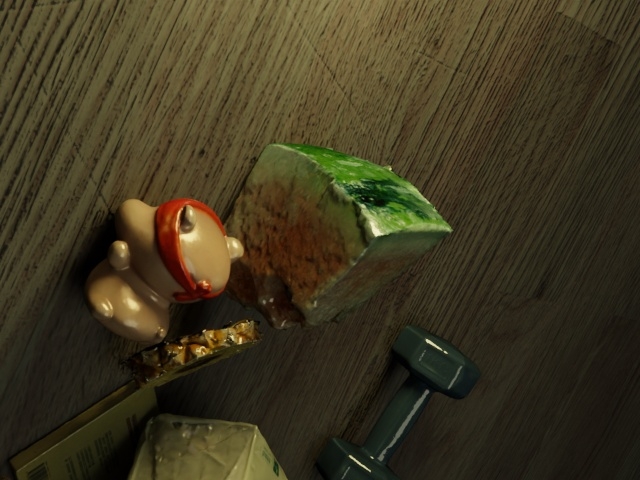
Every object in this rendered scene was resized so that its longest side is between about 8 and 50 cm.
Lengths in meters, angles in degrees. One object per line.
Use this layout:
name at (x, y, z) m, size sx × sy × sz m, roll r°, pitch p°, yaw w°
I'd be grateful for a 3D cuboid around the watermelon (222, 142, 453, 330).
watermelon at (-0.001, -0.012, 1.747) m, size 0.302 × 0.264 × 0.151 m, roll -47°, pitch 142°, yaw -7°

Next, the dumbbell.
dumbbell at (0.135, 0.312, 2.236) m, size 0.144 × 0.160 × 0.325 m, roll 35°, pitch 90°, yaw -25°

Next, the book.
book at (-0.324, 0.305, 1.817) m, size 0.231 × 0.026 × 0.161 m, roll -32°, pitch 138°, yaw -29°

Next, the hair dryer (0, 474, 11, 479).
hair dryer at (-0.419, 0.403, 1.662) m, size 0.064 × 0.181 × 0.117 m, roll -2°, pitch 122°, yaw -20°

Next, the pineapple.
pineapple at (-0.173, 0.157, 1.763) m, size 0.221 × 0.047 × 0.221 m, roll -18°, pitch 172°, yaw -3°

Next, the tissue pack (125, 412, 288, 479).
tissue pack at (-0.160, 0.465, 1.883) m, size 0.380 × 0.207 × 0.297 m, roll 68°, pitch 32°, yaw -56°

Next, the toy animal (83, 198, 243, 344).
toy animal at (-0.206, 0.034, 1.646) m, size 0.197 × 0.171 × 0.171 m, roll -45°, pitch 143°, yaw -1°
